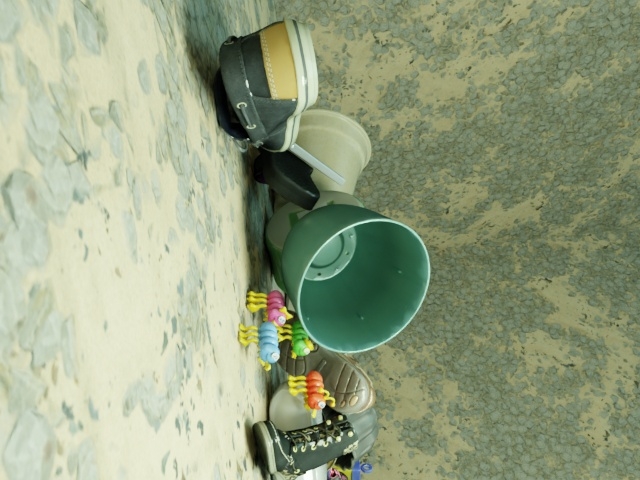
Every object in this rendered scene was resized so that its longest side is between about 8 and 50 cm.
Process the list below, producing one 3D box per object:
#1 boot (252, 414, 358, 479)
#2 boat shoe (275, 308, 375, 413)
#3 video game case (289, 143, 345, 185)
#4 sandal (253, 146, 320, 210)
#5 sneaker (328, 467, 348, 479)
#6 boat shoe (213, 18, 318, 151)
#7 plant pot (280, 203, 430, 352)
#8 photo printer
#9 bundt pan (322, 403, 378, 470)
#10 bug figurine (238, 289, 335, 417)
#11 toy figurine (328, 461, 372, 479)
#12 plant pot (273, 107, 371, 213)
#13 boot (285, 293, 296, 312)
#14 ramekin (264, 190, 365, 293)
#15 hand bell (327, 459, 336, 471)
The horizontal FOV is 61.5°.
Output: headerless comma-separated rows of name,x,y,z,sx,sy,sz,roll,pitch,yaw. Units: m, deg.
boot,-0.024,0.368,1.002,0.236,0.178,0.085,82,-18,-49
boat shoe,-0.001,0.277,1.219,0.324,0.123,0.116,41,4,39
video game case,-0.051,-0.234,1.440,0.212,0.023,0.193,30,8,-43
sandal,-0.104,-0.157,1.307,0.107,0.167,0.446,-54,-165,14
sneaker,0.038,0.550,1.245,0.119,0.047,0.057,73,-1,-84
boat shoe,-0.119,-0.266,1.002,0.500,0.156,0.187,-169,-113,-80
plant pot,0.046,0.054,1.157,0.235,0.293,0.293,-138,-144,-58
photo printer,-0.046,0.471,1.212,0.256,0.107,0.308,74,9,-74
bundt pan,0.053,0.483,1.561,0.331,0.124,0.331,41,-39,45
bug figurine,-0.061,0.210,1.058,0.279,0.072,0.216,56,14,-41
toy figurine,0.064,0.762,1.779,0.362,0.217,0.191,-82,166,-78
plant pot,-0.016,-0.190,1.711,0.334,0.333,0.306,80,16,-55
boot,0.029,0.138,1.722,0.138,0.284,0.378,79,6,-64
ramekin,0.000,0.000,1.420,0.303,0.303,0.148,-93,169,-52
hand bell,-0.032,0.622,1.583,0.242,0.126,0.126,110,-24,-66
